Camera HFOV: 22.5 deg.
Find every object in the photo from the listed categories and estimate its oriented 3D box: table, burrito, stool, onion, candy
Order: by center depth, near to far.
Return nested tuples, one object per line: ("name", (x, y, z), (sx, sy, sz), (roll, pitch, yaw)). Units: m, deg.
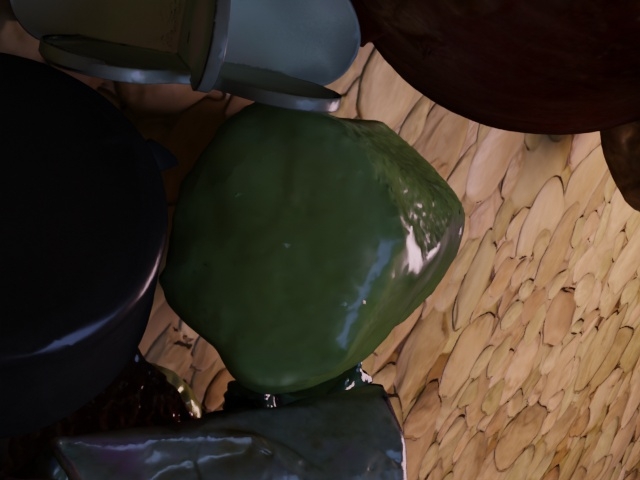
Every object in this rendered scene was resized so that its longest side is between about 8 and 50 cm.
("stool", (-0.172, 0.014, 0.689), (0.228, 0.153, 0.139), (-2, 148, -14))
("table", (-0.044, -0.173, 0.713), (0.166, 0.166, 0.198), (-10, 117, -58))
("burrito", (-0.061, 0.145, 0.763), (0.229, 0.089, 0.144), (0, 87, -35))
("onion", (0.142, -0.209, 0.872), (0.353, 0.354, 0.353), (-42, 148, -35))
("candy", (0.000, 0.000, 0.882), (0.142, 0.132, 0.343), (-37, 176, 7))

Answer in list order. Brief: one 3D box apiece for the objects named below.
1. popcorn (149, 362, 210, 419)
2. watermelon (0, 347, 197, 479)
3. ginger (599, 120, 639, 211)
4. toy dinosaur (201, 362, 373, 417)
("popcorn", (-0.103, 0.156, 0.936), (0.141, 0.136, 0.162), (70, 41, -78))
("watermelon", (-0.109, 0.140, 0.828), (0.154, 0.241, 0.094), (-56, -162, -17))
("ginger", (0.362, -0.166, 1.433), (0.375, 0.176, 0.256), (-27, 122, -50))
("toy dinosaur", (-0.080, 0.176, 1.069), (0.292, 0.079, 0.120), (-42, 145, -10))
